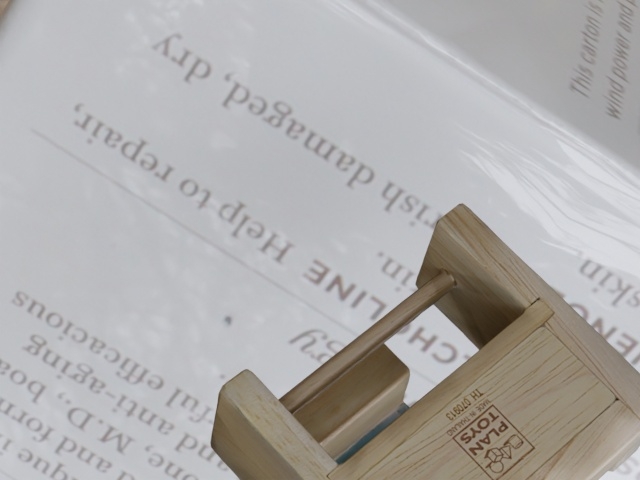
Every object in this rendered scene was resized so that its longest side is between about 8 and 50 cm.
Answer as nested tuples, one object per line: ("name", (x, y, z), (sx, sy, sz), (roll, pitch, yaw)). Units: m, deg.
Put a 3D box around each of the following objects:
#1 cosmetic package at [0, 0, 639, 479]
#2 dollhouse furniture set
("cosmetic package", (0.000, 0.000, 0.767), (0.393, 0.327, 0.329), (-52, -168, 35))
("dollhouse furniture set", (0.005, 0.114, 0.440), (0.184, 0.129, 0.129), (-37, 162, -23))
